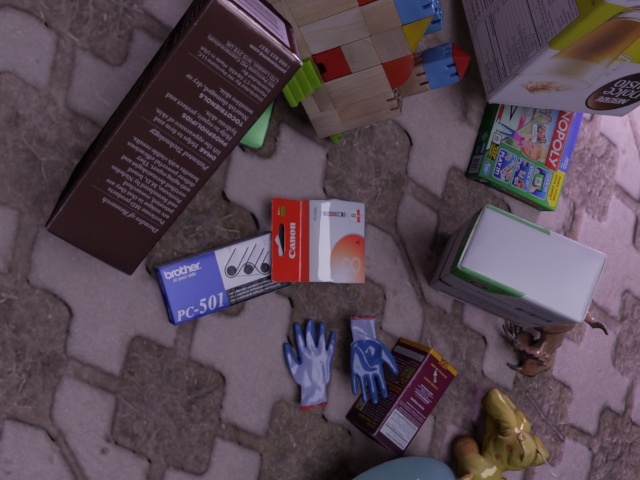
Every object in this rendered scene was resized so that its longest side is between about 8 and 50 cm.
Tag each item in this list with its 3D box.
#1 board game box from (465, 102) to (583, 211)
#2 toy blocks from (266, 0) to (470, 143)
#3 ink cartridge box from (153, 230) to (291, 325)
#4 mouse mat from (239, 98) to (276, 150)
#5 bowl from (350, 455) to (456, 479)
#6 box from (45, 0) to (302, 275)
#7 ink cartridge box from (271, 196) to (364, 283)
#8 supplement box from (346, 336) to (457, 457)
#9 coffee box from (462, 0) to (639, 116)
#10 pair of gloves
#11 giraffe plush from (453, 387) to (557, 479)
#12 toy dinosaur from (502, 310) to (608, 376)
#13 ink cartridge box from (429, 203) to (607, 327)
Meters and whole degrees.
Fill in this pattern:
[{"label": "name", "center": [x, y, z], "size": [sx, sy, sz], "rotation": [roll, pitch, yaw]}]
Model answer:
[{"label": "board game box", "center": [0.430, -0.242, 1.376], "size": [0.213, 0.046, 0.317], "rotation": [20, 85, -24]}, {"label": "toy blocks", "center": [0.065, -0.325, 1.019], "size": [0.191, 0.261, 0.381], "rotation": [-80, 149, -45]}, {"label": "ink cartridge box", "center": [-0.158, 0.059, 1.113], "size": [0.207, 0.046, 0.097], "rotation": [-19, 100, -23]}, {"label": "mouse mat", "center": [-0.162, -0.246, 1.116], "size": [0.189, 0.007, 0.153], "rotation": [17, 86, -26]}, {"label": "bowl", "center": [0.142, 0.541, 1.159], "size": [0.311, 0.163, 0.311], "rotation": [-12, 121, -20]}, {"label": "box", "center": [-0.196, -0.157, 0.910], "size": [0.143, 0.191, 0.381], "rotation": [36, 111, -24]}, {"label": "ink cartridge box", "center": [0.000, 0.000, 1.159], "size": [0.179, 0.045, 0.145], "rotation": [4, 85, -42]}, {"label": "supplement box", "center": [0.147, 0.282, 1.239], "size": [0.081, 0.104, 0.188], "rotation": [43, 76, -22]}, {"label": "coffee box", "center": [0.479, -0.447, 1.177], "size": [0.337, 0.334, 0.338], "rotation": [0, 69, -25]}, {"label": "pair of gloves", "center": [0.037, 0.213, 1.195], "size": [0.198, 0.023, 0.159], "rotation": [-5, 88, -7]}, {"label": "giraffe plush", "center": [0.335, 0.417, 1.318], "size": [0.170, 0.210, 0.181], "rotation": [-38, 115, 12]}, {"label": "toy dinosaur", "center": [0.438, 0.128, 1.369], "size": [0.200, 0.127, 0.296], "rotation": [-22, 85, 13]}, {"label": "ink cartridge box", "center": [0.324, 0.056, 1.180], "size": [0.211, 0.289, 0.121], "rotation": [24, 82, 3]}]
